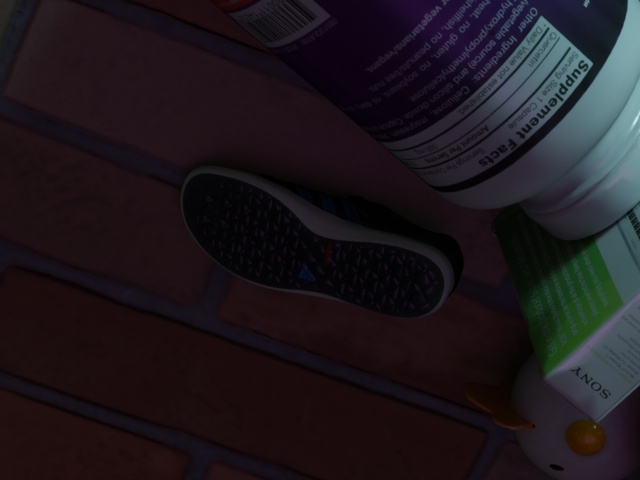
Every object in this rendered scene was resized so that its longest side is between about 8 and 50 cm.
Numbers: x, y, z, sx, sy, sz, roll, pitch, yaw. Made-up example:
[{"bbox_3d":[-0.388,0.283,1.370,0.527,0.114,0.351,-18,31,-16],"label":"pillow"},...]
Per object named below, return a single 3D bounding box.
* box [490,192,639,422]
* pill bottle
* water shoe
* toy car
[{"bbox_3d":[0.254,-0.055,1.244,0.058,0.232,0.322,41,107,-20],"label":"box"},{"bbox_3d":[0.077,-0.144,1.215,0.323,0.181,0.181,39,107,-21],"label":"pill bottle"},{"bbox_3d":[0.000,0.000,1.344,0.203,0.080,0.073,23,111,12],"label":"water shoe"},{"bbox_3d":[0.218,0.128,1.362,0.238,0.210,0.219,1,106,9],"label":"toy car"}]
